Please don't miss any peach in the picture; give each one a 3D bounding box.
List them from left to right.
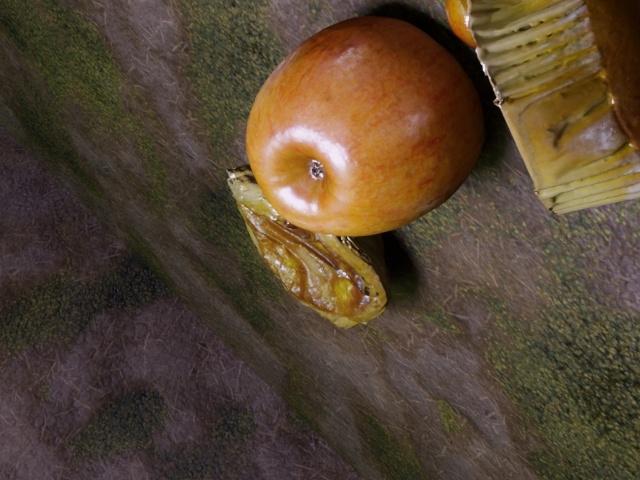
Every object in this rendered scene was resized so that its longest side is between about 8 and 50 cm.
[{"bbox_3d":[0.189,-0.260,1.209,0.100,0.100,0.101,39,156,22],"label":"peach"}]

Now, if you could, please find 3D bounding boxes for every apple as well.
[{"bbox_3d":[0.054,-0.143,1.429,0.299,0.275,0.299,36,148,27],"label":"apple"}]

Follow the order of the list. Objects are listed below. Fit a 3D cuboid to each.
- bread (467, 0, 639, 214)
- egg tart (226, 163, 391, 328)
[{"bbox_3d":[0.264,-0.171,1.084,0.156,0.204,0.288,-19,117,19],"label":"bread"},{"bbox_3d":[0.000,0.000,1.895,0.351,0.153,0.340,20,144,49],"label":"egg tart"}]
